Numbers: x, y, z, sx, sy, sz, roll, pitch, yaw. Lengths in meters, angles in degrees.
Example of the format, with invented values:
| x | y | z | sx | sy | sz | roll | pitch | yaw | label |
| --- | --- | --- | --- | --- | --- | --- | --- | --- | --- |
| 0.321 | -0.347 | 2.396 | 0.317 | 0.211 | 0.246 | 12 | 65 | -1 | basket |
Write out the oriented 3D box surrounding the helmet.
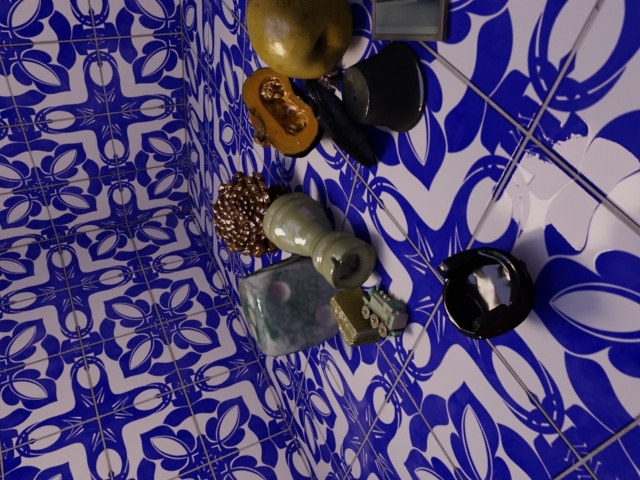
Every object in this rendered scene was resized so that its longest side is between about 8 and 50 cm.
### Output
| x | y | z | sx | sy | sz | roll | pitch | yaw | label |
| --- | --- | --- | --- | --- | --- | --- | --- | --- | --- |
| 0.357 | 0.113 | 1.113 | 0.189 | 0.193 | 0.216 | 64 | 142 | 29 | helmet |

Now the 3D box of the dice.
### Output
| x | y | z | sx | sy | sz | roll | pitch | yaw | label |
| --- | --- | --- | --- | --- | --- | --- | --- | --- | --- |
| -0.122 | 0.242 | 2.033 | 0.328 | 0.330 | 0.349 | -13 | 94 | 69 | dice |

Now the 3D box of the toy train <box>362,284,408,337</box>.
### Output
| x | y | z | sx | sy | sz | roll | pitch | yaw | label |
| --- | --- | --- | --- | --- | --- | --- | --- | --- | --- |
| 0.204 | 0.226 | 1.657 | 0.194 | 0.080 | 0.125 | 47 | 133 | 51 | toy train |

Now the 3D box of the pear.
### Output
| x | y | z | sx | sy | sz | roll | pitch | yaw | label |
| --- | --- | --- | --- | --- | --- | --- | --- | --- | --- |
| -0.063 | -0.620 | 1.477 | 0.314 | 0.314 | 0.315 | 43 | 140 | 50 | pear |

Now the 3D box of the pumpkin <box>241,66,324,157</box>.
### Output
| x | y | z | sx | sy | sz | roll | pitch | yaw | label |
| --- | --- | --- | --- | --- | --- | --- | --- | --- | --- |
| -0.133 | -0.419 | 1.789 | 0.325 | 0.242 | 0.232 | 57 | -177 | 1 | pumpkin |

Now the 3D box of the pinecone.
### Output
| x | y | z | sx | sy | sz | roll | pitch | yaw | label |
| --- | --- | --- | --- | --- | --- | --- | --- | --- | --- |
| -0.251 | -0.106 | 2.176 | 0.384 | 0.384 | 0.385 | 43 | 140 | 50 | pinecone |

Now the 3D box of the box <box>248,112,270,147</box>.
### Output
| x | y | z | sx | sy | sz | roll | pitch | yaw | label |
| --- | --- | --- | --- | --- | --- | --- | --- | --- | --- |
| -0.215 | -0.536 | 2.116 | 0.174 | 0.076 | 0.274 | 66 | 154 | 17 | box |

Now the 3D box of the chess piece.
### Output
| x | y | z | sx | sy | sz | roll | pitch | yaw | label |
| --- | --- | --- | --- | --- | --- | --- | --- | --- | --- |
| 0.000 | 0.000 | 1.801 | 0.442 | 0.233 | 0.234 | 36 | 135 | 48 | chess piece |

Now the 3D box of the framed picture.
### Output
| x | y | z | sx | sy | sz | roll | pitch | yaw | label |
| --- | --- | --- | --- | --- | --- | --- | --- | --- | --- |
| 0.209 | -0.593 | 1.237 | 0.289 | 0.016 | 0.213 | 36 | 133 | 55 | framed picture |

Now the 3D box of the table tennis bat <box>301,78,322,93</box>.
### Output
| x | y | z | sx | sy | sz | roll | pitch | yaw | label |
| --- | --- | --- | --- | --- | --- | --- | --- | --- | --- |
| -0.021 | -0.547 | 1.761 | 0.173 | 0.022 | 0.302 | 138 | 116 | -65 | table tennis bat |

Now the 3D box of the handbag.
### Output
| x | y | z | sx | sy | sz | roll | pitch | yaw | label |
| --- | --- | --- | --- | --- | --- | --- | --- | --- | --- |
| 0.061 | -0.323 | 1.448 | 0.332 | 0.074 | 0.192 | 26 | -142 | -64 | handbag |

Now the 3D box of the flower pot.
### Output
| x | y | z | sx | sy | sz | roll | pitch | yaw | label |
| --- | --- | --- | --- | --- | --- | --- | --- | --- | --- |
| 0.147 | -0.387 | 1.339 | 0.235 | 0.148 | 0.236 | 45 | 144 | 48 | flower pot |

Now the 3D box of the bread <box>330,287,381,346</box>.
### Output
| x | y | z | sx | sy | sz | roll | pitch | yaw | label |
| --- | --- | --- | --- | --- | --- | --- | --- | --- | --- |
| 0.123 | 0.266 | 1.777 | 0.196 | 0.138 | 0.102 | 57 | 140 | 35 | bread |

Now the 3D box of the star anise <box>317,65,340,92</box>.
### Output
| x | y | z | sx | sy | sz | roll | pitch | yaw | label |
| --- | --- | --- | --- | --- | --- | --- | --- | --- | --- |
| 0.034 | -0.511 | 1.616 | 0.129 | 0.056 | 0.124 | 61 | 152 | 29 | star anise |
